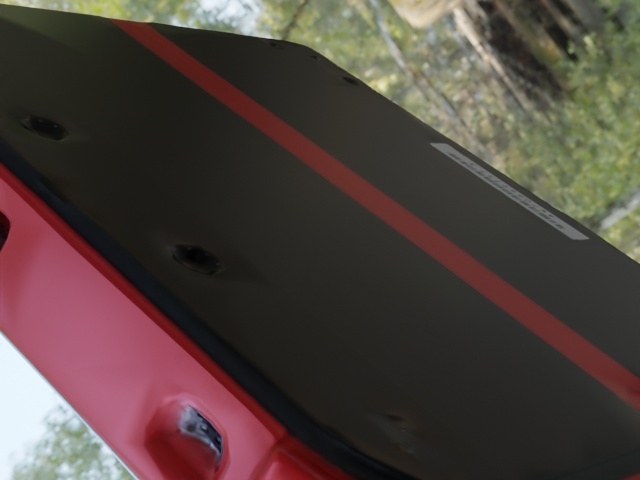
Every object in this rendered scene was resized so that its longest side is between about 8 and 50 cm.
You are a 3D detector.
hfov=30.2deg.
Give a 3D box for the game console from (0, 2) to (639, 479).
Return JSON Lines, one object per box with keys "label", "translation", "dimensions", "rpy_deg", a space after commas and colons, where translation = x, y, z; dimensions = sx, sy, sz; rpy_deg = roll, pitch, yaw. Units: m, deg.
{"label": "game console", "translation": [0.000, 0.000, 0.533], "dimensions": [0.386, 0.060, 0.342], "rpy_deg": [39, -155, 32]}
